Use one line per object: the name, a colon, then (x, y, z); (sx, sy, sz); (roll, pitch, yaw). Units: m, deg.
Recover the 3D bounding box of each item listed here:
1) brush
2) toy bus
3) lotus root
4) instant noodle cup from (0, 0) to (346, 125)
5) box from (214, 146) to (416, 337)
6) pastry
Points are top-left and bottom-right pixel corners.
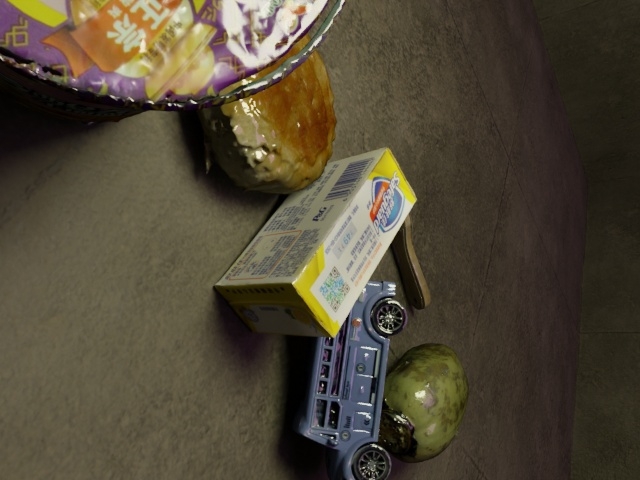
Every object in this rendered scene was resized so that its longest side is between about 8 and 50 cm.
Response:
brush: (0.146, -0.003, 1.062); (0.065, 0.070, 0.328); (-30, 110, -33)
toy bus: (0.036, 0.203, 0.777); (0.125, 0.133, 0.293); (122, -23, -77)
lotus root: (0.190, 0.277, 0.990); (0.309, 0.173, 0.173); (-28, 106, -59)
instant noodle cup: (-0.178, -0.247, 0.430); (0.339, 0.266, 0.340); (-1, 91, -32)
box: (0.000, 0.000, 0.741); (0.097, 0.168, 0.265); (54, 51, -25)
pastry: (-0.074, -0.184, 0.747); (0.257, 0.120, 0.236); (-43, 121, -51)
